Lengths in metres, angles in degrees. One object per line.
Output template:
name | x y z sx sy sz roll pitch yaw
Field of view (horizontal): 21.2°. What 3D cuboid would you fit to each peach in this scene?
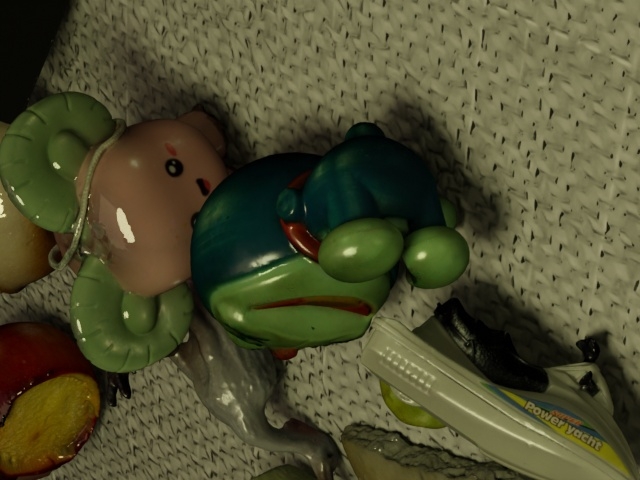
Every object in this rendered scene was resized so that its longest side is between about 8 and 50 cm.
peach | -0.367 0.204 2.114 0.190 0.196 0.226 38 151 -25

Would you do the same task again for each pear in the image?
pear | 0.101 0.137 1.647 0.092 0.092 0.097 49 140 14

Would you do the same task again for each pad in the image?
pad | -0.395 -0.253 1.914 0.300 0.005 0.202 20 87 38

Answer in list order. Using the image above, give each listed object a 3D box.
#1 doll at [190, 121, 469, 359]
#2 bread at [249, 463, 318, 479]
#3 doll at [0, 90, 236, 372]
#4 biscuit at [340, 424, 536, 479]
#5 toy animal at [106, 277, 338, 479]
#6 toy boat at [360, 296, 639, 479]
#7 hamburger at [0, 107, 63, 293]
doll | -0.001 0.000 1.588 0.322 0.199 0.186 -28 61 47
bread | 0.025 0.408 1.834 0.338 0.155 0.187 39 138 24
doll | -0.201 -0.022 1.725 0.216 0.268 0.284 -15 102 41
biscuit | 0.135 0.277 1.730 0.290 0.038 0.141 10 120 43
toy animal | -0.094 0.157 1.842 0.324 0.195 0.090 34 138 -12
toy boat | 0.172 0.135 1.520 0.270 0.141 0.140 18 127 16
hamburger | -0.359 -0.051 1.937 0.147 0.237 0.236 -2 116 9
